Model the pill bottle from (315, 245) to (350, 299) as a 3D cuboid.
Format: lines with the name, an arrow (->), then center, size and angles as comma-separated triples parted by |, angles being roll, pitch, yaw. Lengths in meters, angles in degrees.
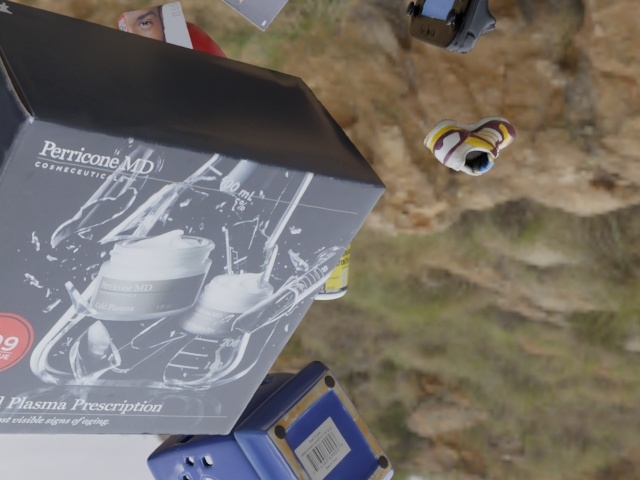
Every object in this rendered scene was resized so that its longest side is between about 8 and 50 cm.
pill bottle -> 0.000, 0.000, 1.987 | 0.103, 0.184, 0.103 | 3, -165, -1

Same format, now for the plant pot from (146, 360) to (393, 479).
plant pot -> -0.053, 0.314, 1.622 | 0.212, 0.236, 0.236 | -28, -175, 41

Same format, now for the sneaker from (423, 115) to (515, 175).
sneaker -> 0.234, -0.131, 1.721 | 0.185, 0.070, 0.084 | -10, -128, -42

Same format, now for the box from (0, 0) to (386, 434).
box -> -0.179, -0.001, 1.010 | 0.343, 0.313, 0.179 | 7, -146, -40

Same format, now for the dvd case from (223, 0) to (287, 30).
dvd case -> -0.110, -0.405, 1.563 | 0.221, 0.164, 0.018 | 33, -165, -27

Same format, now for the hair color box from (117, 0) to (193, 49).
hair color box -> -0.239, -0.270, 1.792 | 0.093, 0.167, 0.053 | -18, -177, -21

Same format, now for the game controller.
game controller -> 0.176, -0.333, 1.531 | 0.067, 0.167, 0.319 | 8, -168, -9

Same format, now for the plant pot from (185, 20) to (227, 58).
plant pot -> -0.262, -0.277, 2.164 | 0.191, 0.174, 0.191 | 45, 165, 16
